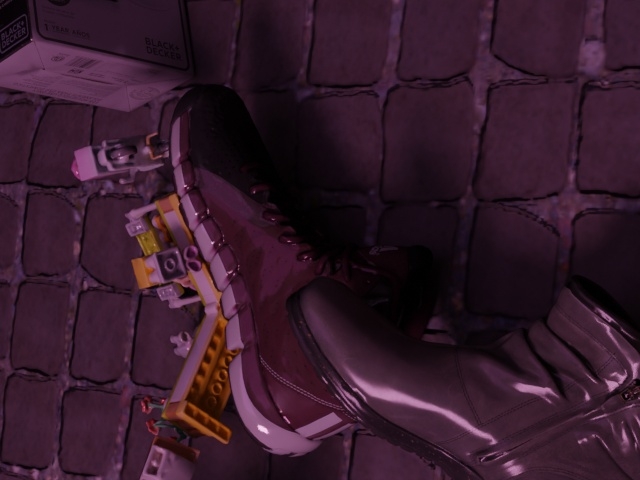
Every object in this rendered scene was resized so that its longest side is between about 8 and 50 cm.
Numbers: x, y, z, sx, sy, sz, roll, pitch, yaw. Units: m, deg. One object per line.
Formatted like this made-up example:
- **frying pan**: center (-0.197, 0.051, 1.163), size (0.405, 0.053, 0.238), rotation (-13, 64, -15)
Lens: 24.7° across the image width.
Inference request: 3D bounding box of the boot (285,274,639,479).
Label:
- **boot**: center (0.112, 0.073, 0.892), size (0.246, 0.083, 0.161), rotation (43, 114, 4)

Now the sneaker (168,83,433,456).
- **sneaker**: center (0.000, 0.000, 1.036), size (0.162, 0.106, 0.281), rotation (-23, 79, 31)

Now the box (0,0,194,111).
- **box**: center (-0.210, -0.265, 1.206), size (0.087, 0.169, 0.290), rotation (-22, 71, 40)

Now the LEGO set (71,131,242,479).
- **LEGO set**: center (-0.121, 0.063, 1.114), size (0.107, 0.132, 0.287), rotation (-15, 80, 48)
